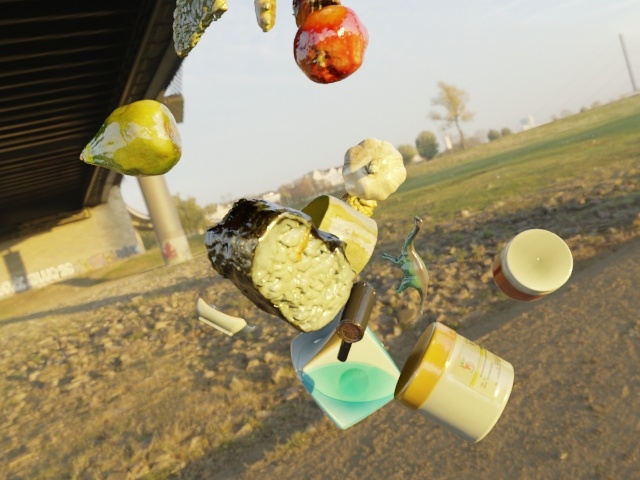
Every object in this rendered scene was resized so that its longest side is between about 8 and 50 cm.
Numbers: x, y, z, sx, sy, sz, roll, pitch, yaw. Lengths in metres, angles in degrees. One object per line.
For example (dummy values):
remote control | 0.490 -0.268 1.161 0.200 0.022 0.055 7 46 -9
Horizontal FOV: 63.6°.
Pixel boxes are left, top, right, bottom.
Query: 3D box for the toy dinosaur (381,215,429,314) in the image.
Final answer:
toy dinosaur | 0.423 0.115 2.197 0.129 0.383 0.331 -25 -8 -27

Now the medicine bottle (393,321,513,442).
medicine bottle | 0.346 0.369 1.359 0.237 0.232 0.238 -60 -6 -11

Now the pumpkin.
pumpkin | 0.000 0.000 1.649 0.332 0.199 0.332 -32 31 22

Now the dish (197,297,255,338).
dish | -0.369 0.305 1.953 0.213 0.077 0.151 23 -14 19

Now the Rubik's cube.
Rubik's cube | 0.103 0.514 2.157 0.347 0.351 0.352 -35 17 0

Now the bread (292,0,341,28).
bread | -0.011 -0.716 1.599 0.161 0.073 0.160 -13 -19 -5

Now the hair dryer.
hair dryer | 0.095 0.278 1.579 0.089 0.251 0.197 16 33 6

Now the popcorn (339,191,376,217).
popcorn | 0.142 -0.126 2.038 0.194 0.140 0.163 -23 36 58

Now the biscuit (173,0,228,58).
biscuit | -0.361 -0.665 1.480 0.036 0.187 0.274 -4 -17 -43

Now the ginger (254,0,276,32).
ginger | -0.185 -0.787 1.736 0.081 0.205 0.115 19 51 13

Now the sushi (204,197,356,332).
sushi | -0.075 0.044 1.043 0.171 0.210 0.350 25 -10 41

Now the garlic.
garlic | 0.146 -0.210 1.519 0.199 0.199 0.226 -17 1 11

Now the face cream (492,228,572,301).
face cream | 0.670 0.085 1.650 0.201 0.200 0.187 -18 -18 -1

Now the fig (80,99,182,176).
fig | -0.407 -0.219 1.155 0.234 0.167 0.167 -7 10 40

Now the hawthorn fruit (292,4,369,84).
hawthorn fruit | 0.023 -0.512 1.367 0.205 0.205 0.253 -16 24 22
